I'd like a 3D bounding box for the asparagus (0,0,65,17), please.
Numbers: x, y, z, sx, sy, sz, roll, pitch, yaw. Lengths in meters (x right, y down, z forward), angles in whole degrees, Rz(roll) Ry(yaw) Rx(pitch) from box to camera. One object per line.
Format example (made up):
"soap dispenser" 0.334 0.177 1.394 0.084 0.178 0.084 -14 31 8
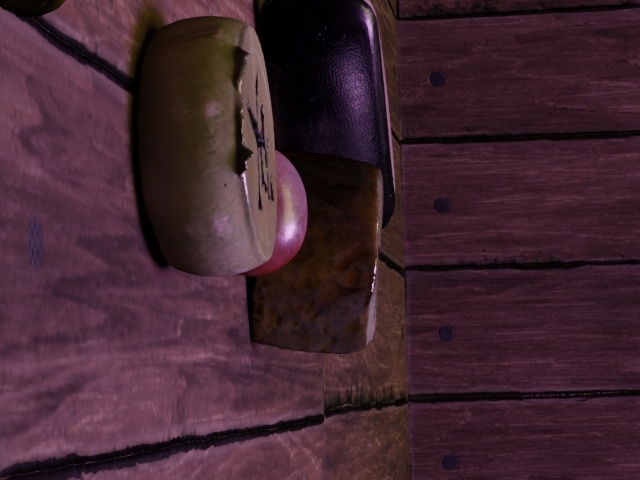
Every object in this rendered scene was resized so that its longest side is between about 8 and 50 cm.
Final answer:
"asparagus" -0.124 -0.300 0.916 0.128 0.108 0.382 -18 108 -84

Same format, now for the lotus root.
"lotus root" 0.000 0.000 1.760 0.235 0.119 0.138 -81 173 -52

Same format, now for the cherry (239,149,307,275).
"cherry" -0.053 -0.028 1.473 0.126 0.087 0.106 -59 151 -72

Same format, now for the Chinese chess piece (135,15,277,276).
"Chinese chess piece" -0.077 -0.068 1.315 0.188 0.083 0.188 -5 90 -83

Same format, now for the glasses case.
"glasses case" 0.010 -0.129 1.865 0.075 0.122 0.314 -76 163 -48
